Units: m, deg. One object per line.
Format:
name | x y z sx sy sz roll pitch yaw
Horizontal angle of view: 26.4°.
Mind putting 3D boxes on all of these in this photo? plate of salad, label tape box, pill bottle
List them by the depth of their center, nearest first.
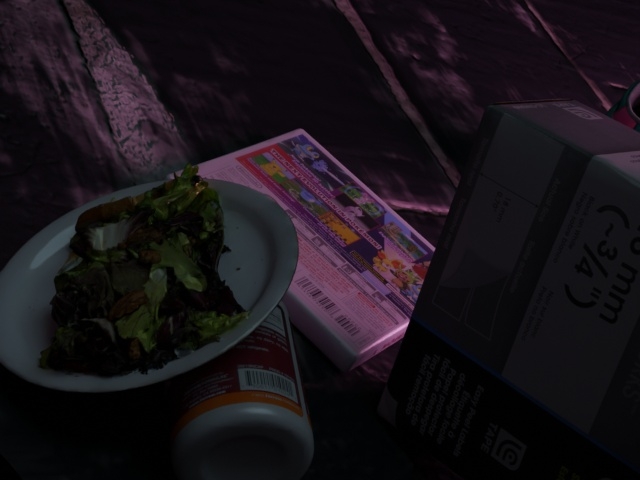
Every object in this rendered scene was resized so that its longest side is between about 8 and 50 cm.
plate of salad | -0.112 0.015 0.832 0.199 0.048 0.200 -8 38 7
label tape box | 0.216 0.086 0.847 0.333 0.241 0.106 34 26 35
pill bottle | -0.055 0.080 0.847 0.086 0.086 0.152 16 36 -24

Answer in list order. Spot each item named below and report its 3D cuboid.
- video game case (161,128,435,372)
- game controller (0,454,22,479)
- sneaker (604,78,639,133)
video game case | 0.000 0.000 1.056 0.201 0.023 0.183 43 34 16
game controller | -0.144 0.222 0.607 0.319 0.067 0.166 46 35 20
sneaker | 0.363 -0.077 1.315 0.295 0.178 0.124 5 42 -36
